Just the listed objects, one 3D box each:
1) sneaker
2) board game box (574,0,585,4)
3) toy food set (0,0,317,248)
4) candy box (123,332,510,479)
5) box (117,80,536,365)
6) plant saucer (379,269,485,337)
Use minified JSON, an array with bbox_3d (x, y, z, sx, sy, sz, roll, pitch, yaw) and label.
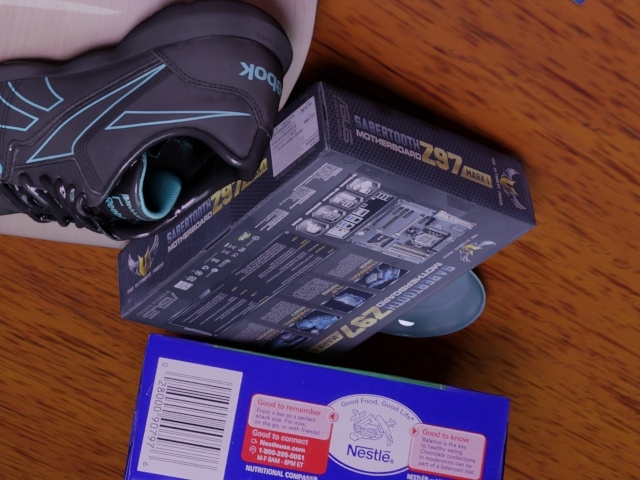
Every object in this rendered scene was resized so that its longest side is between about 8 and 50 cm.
[{"bbox_3d":[-0.140,-0.052,0.843,0.267,0.106,0.101,-19,146,26],"label":"sneaker"},{"bbox_3d":[0.151,-0.220,0.748,0.136,0.035,0.201,27,140,-22],"label":"board game box"},{"bbox_3d":[-0.151,-0.098,0.952,0.219,0.092,0.306,8,146,-17],"label":"toy food set"},{"bbox_3d":[-0.015,0.174,1.155,0.268,0.122,0.317,11,165,-4],"label":"candy box"},{"bbox_3d":[0.000,0.000,0.987,0.183,0.059,0.232,18,141,-35],"label":"box"},{"bbox_3d":[0.067,0.033,1.113,0.119,0.021,0.119,6,144,4],"label":"plant saucer"}]
